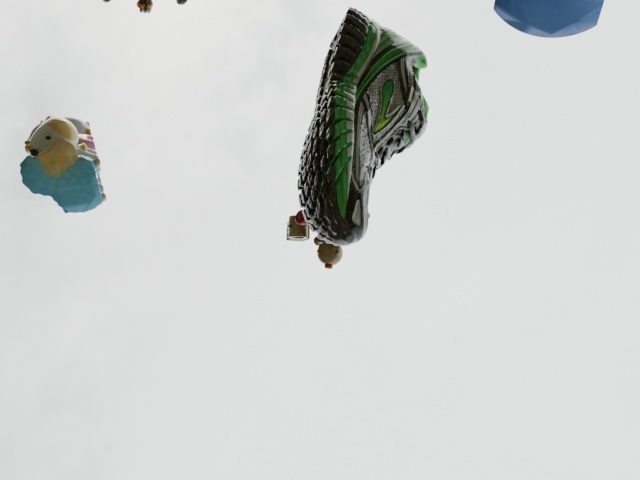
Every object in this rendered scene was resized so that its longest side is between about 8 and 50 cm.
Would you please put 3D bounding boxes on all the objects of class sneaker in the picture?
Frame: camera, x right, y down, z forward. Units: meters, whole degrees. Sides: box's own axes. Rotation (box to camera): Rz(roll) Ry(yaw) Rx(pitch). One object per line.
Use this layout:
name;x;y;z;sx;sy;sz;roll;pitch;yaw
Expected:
sneaker;0.065;-0.141;0.967;0.146;0.134;0.343;18;-122;-8

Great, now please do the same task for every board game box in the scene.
board game box;0.292;-0.331;0.996;0.133;0.168;0.033;10;-125;10

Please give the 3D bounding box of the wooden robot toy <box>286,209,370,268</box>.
wooden robot toy;0.000;0.000;1.094;0.173;0.076;0.079;-8;-102;51

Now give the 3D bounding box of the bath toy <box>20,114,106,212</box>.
bath toy;-0.461;-0.154;1.408;0.129;0.151;0.348;-10;-160;-15

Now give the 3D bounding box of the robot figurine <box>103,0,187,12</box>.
robot figurine;-0.310;-0.546;1.379;0.085;0.211;0.291;-159;-115;-67
